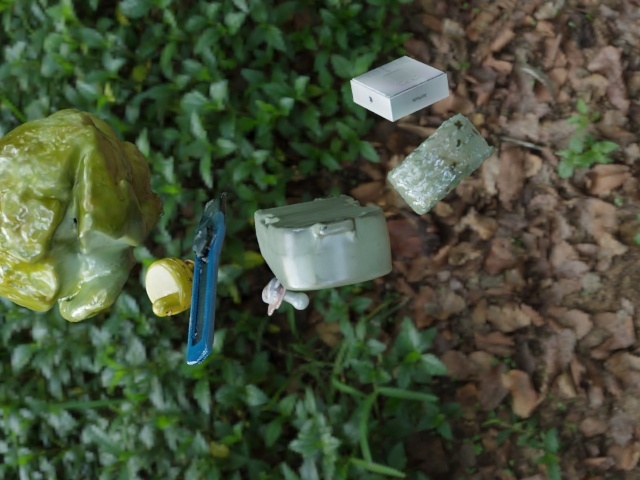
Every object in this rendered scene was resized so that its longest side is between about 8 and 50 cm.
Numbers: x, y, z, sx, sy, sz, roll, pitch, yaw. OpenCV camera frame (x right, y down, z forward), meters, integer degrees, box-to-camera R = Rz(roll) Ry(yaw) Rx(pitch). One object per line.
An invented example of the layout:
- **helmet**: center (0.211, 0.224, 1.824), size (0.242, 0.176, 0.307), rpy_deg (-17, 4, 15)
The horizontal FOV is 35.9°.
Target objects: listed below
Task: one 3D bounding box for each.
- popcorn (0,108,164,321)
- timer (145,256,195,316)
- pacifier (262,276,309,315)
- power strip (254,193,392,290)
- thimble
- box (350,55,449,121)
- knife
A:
- **popcorn**: center (-0.316, -0.044, 1.225), size (0.276, 0.225, 0.276), rpy_deg (-56, 13, 19)
- **timer**: center (-0.281, 0.087, 1.814), size (0.107, 0.109, 0.107), rpy_deg (14, 113, 37)
- **pacifier**: center (-0.054, 0.089, 1.668), size (0.099, 0.078, 0.081), rpy_deg (132, 159, -65)
- **power strip**: center (-0.001, -0.003, 0.700), size (0.286, 0.080, 0.048), rpy_deg (-152, 51, -83)
- **thimble**: center (0.130, -0.083, 1.070), size (0.110, 0.084, 0.062), rpy_deg (-42, 91, 13)
- **box**: center (0.146, -0.284, 1.832), size (0.129, 0.130, 0.051), rpy_deg (38, 148, 49)
- **knife**: center (-0.127, 0.034, 1.110), size (0.044, 0.026, 0.296), rpy_deg (-29, 31, 16)
